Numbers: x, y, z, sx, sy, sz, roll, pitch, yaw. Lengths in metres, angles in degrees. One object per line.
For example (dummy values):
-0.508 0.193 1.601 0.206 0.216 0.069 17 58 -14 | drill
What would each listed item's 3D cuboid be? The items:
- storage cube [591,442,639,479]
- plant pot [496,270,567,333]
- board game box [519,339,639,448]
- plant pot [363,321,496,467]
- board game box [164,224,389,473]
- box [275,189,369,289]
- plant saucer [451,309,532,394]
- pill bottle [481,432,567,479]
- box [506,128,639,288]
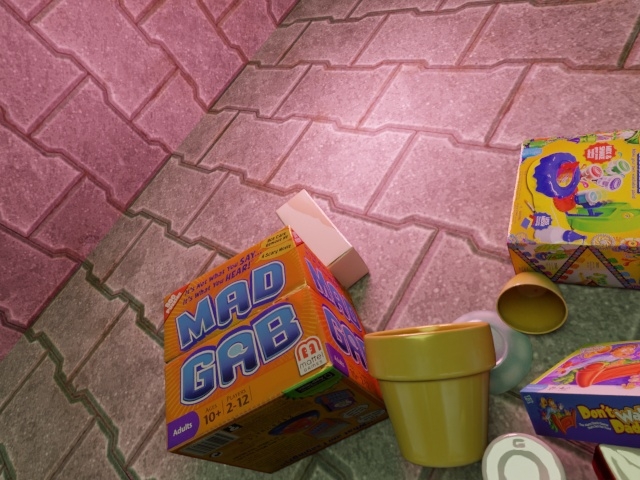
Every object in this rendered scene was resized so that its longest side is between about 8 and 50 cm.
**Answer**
0.542 0.385 0.600 0.214 0.193 0.184 -22 49 17 | storage cube
0.459 0.121 0.898 0.134 0.134 0.095 -2 29 30 | plant pot
0.521 0.217 0.606 0.347 0.233 0.078 -31 76 57 | board game box
0.223 0.294 0.817 0.253 0.254 0.239 -10 79 24 | plant pot
-0.097 0.264 0.954 0.356 0.356 0.357 -30 47 9 | board game box
0.000 0.000 1.233 0.121 0.148 0.311 -38 48 0 | box
0.362 0.238 0.918 0.194 0.037 0.195 -16 51 20 | plant saucer
0.346 0.402 0.692 0.119 0.208 0.119 -15 52 20 | pill bottle
0.586 -0.068 0.902 0.278 0.177 0.290 2 59 34 | box
